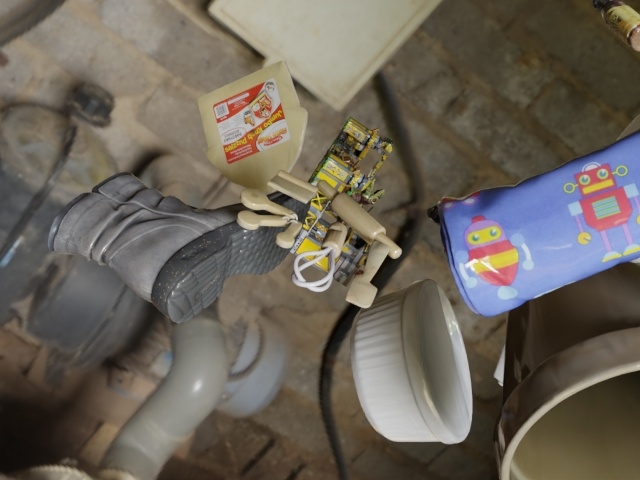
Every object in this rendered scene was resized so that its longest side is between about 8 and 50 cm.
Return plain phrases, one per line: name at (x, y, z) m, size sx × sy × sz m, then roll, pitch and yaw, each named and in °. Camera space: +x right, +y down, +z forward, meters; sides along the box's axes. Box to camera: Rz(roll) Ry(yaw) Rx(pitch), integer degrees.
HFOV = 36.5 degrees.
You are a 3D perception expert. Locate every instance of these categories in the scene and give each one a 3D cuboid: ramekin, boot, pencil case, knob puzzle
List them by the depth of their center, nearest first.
pencil case at (0.253, -0.030, 0.866) m, size 0.133 × 0.306 × 0.119 m, roll 14°, pitch 57°, yaw -73°
boot at (-0.175, -0.034, 1.285) m, size 0.223 × 0.118 × 0.338 m, roll 29°, pitch 29°, yaw 21°
knob puzzle at (-0.099, -0.168, 1.561) m, size 0.213 × 0.213 × 0.030 m, roll 51°, pitch 18°, yaw 19°
ramekin at (0.147, 0.204, 1.582) m, size 0.273 × 0.127 × 0.272 m, roll 47°, pitch 36°, yaw -50°

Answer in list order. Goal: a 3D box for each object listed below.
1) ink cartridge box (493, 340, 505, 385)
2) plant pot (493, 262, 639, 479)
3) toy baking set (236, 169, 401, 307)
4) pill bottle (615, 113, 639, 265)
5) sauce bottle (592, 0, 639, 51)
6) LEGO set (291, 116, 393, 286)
ink cartridge box at (0.444, 0.160, 1.684) m, size 0.117 × 0.278 × 0.201 m, roll 1°, pitch 21°, yaw -38°
plant pot at (0.358, 0.167, 1.213) m, size 0.323 × 0.323 × 0.280 m, roll 32°, pitch 30°, yaw -26°
toy baking set at (0.004, -0.002, 1.221) m, size 0.197 × 0.030 × 0.256 m, roll -19°, pitch 50°, yaw -44°
pill bottle at (0.481, 0.003, 1.028) m, size 0.361 × 0.204 × 0.204 m, roll 26°, pitch 24°, yaw -8°
sauce bottle at (0.420, -0.308, 1.354) m, size 0.042 × 0.042 × 0.128 m, roll 29°, pitch 22°, yaw -32°
LEGO set at (0.065, -0.069, 1.839) m, size 0.192 × 0.255 × 0.331 m, roll 33°, pitch 19°, yaw -4°
